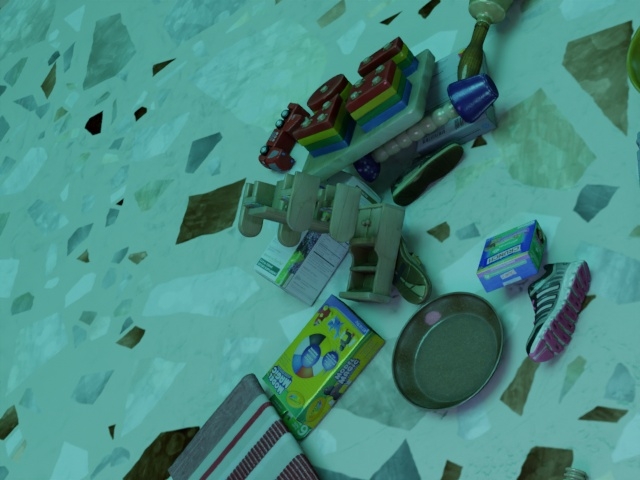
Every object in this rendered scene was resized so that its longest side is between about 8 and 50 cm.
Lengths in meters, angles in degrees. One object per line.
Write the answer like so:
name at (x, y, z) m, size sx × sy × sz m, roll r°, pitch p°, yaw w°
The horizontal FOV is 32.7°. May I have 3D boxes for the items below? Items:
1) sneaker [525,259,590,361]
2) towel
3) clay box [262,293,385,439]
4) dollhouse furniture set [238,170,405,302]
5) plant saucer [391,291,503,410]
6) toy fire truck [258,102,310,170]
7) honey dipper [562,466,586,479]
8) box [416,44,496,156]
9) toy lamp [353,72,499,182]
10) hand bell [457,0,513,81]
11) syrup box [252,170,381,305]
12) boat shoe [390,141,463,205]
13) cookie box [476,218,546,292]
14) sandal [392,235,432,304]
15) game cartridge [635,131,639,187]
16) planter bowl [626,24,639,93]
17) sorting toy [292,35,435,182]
sneaker at (0.333, 0.101, 1.600) m, size 0.075 × 0.063 × 0.170 m, roll 9°, pitch 64°, yaw 44°
towel at (-0.118, 0.405, 1.796) m, size 0.237 × 0.037 × 0.329 m, roll -51°, pitch 42°, yaw 11°
clay box at (-0.007, 0.213, 1.832) m, size 0.222 × 0.053 × 0.127 m, roll -50°, pitch 41°, yaw 1°
dollhouse furniture set at (0.000, 0.000, 1.785) m, size 0.212 × 0.242 × 0.161 m, roll -5°, pitch 73°, yaw 64°
plant saucer at (0.202, 0.175, 1.685) m, size 0.199 × 0.036 × 0.198 m, roll -23°, pitch 49°, yaw 30°
toy fire truck at (-0.030, -0.217, 2.150) m, size 0.135 × 0.047 × 0.192 m, roll 18°, pitch 76°, yaw 47°
honey dipper at (0.321, 0.382, 1.443) m, size 0.030 × 0.030 × 0.160 m, roll 1°, pitch 65°, yaw 42°
box at (0.233, -0.249, 1.945) m, size 0.145 × 0.038 × 0.186 m, roll -25°, pitch 49°, yaw 28°
toy lamp at (0.178, -0.197, 1.872) m, size 0.275 × 0.080 × 0.080 m, roll -29°, pitch 47°, yaw 24°
hand bell at (0.282, -0.367, 1.913) m, size 0.126 × 0.126 × 0.242 m, roll -2°, pitch 61°, yaw 41°
syrup box at (-0.006, -0.013, 1.954) m, size 0.093 × 0.096 × 0.237 m, roll 29°, pitch 85°, yaw 48°
boat shoe at (0.179, -0.125, 1.894) m, size 0.152 × 0.056 × 0.049 m, roll -39°, pitch 49°, yaw 15°
cookie box at (0.293, 0.023, 1.670) m, size 0.092 × 0.040 × 0.107 m, roll -24°, pitch 21°, yaw 29°
sandal at (0.145, 0.047, 1.810) m, size 0.072 × 0.049 × 0.180 m, roll -62°, pitch 35°, yaw 22°
game cartridge at (0.549, -0.058, 1.522) m, size 0.196 × 0.060 × 0.294 m, roll -20°, pitch 51°, yaw 36°
planter bowl at (0.573, -0.269, 1.615) m, size 0.217 × 0.090 × 0.217 m, roll -22°, pitch 50°, yaw 29°
sorting toy at (0.065, -0.239, 1.929) m, size 0.255 × 0.089 × 0.257 m, roll -31°, pitch 22°, yaw 27°
